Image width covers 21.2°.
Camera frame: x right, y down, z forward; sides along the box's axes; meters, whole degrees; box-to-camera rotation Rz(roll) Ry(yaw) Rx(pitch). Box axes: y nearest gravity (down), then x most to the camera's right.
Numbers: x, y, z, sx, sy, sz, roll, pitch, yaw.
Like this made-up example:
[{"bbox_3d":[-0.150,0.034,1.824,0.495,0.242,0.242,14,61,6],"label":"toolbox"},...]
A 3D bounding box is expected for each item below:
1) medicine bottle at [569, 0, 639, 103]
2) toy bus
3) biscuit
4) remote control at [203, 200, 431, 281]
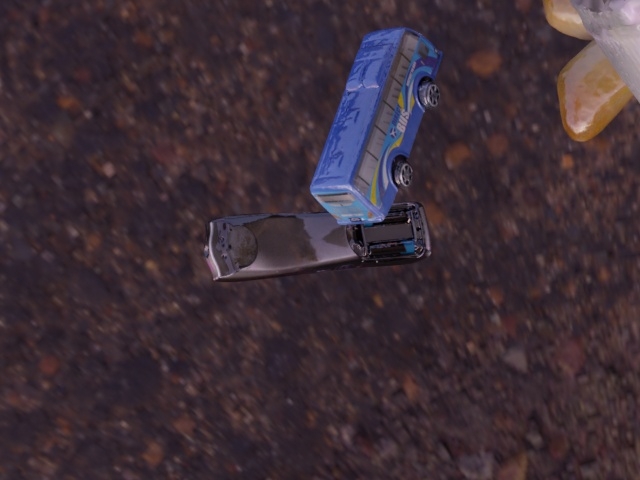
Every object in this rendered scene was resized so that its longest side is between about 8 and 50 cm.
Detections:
[{"bbox_3d":[0.201,-0.237,0.995,0.241,0.241,0.302,-39,108,-3],"label":"medicine bottle"},{"bbox_3d":[0.042,-0.085,1.239,0.051,0.061,0.153,-2,59,39],"label":"toy bus"},{"bbox_3d":[0.285,-0.182,1.399,0.208,0.047,0.164,-16,65,21],"label":"biscuit"},{"bbox_3d":[0.000,0.000,1.489,0.212,0.028,0.059,-6,85,-25],"label":"remote control"}]
